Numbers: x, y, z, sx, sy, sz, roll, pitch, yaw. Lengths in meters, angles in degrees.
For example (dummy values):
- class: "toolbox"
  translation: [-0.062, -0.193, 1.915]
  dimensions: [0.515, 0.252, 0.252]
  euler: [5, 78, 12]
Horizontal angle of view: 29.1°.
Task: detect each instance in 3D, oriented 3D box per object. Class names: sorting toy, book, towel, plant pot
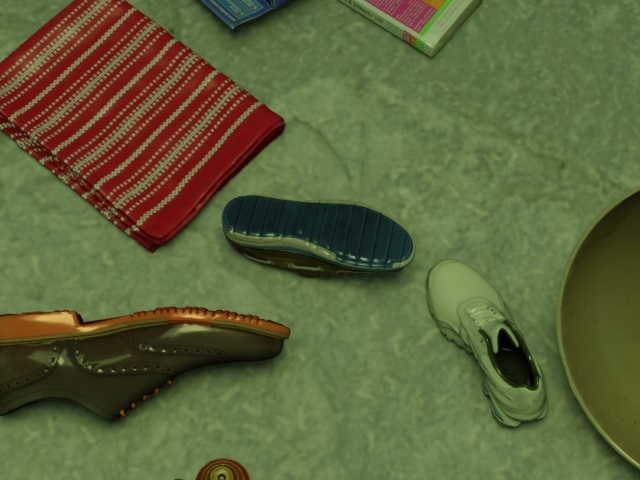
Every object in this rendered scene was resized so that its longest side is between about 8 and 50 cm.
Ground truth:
- class: "sorting toy"
  translation: [-0.105, 0.227, 1.063]
  dimensions: [0.061, 0.042, 0.102]
  euler: [31, 67, 12]
- class: "book"
  translation: [0.089, -0.268, 1.320]
  dimensions: [0.144, 0.035, 0.096]
  euler: [36, 69, 16]
- class: "towel"
  translation: [-0.196, -0.132, 1.243]
  dimensions: [0.275, 0.031, 0.199]
  euler: [38, 68, 15]
- class: "plant pot"
  translation: [0.373, 0.061, 1.065]
  dimensions: [0.284, 0.284, 0.191]
  euler: [43, 32, 17]

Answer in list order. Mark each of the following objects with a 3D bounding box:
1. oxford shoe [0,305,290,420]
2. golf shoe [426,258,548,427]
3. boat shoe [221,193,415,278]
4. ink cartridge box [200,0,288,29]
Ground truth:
- class: "oxford shoe"
  translation: [-0.161, 0.110, 1.104]
  dimensions: [0.271, 0.097, 0.098]
  euler: [-3, 84, 1]
- class: "golf shoe"
  translation: [0.157, 0.080, 1.122]
  dimensions: [0.069, 0.086, 0.176]
  euler: [-26, 66, -12]
- class: "boat shoe"
  translation: [0.000, 0.000, 1.164]
  dimensions: [0.183, 0.066, 0.066]
  euler: [13, 62, 11]
- class: "ink cartridge box"
  translation: [-0.024, -0.364, 1.333]
  dimensions: [0.311, 0.065, 0.186]
  euler: [-35, 60, -15]
